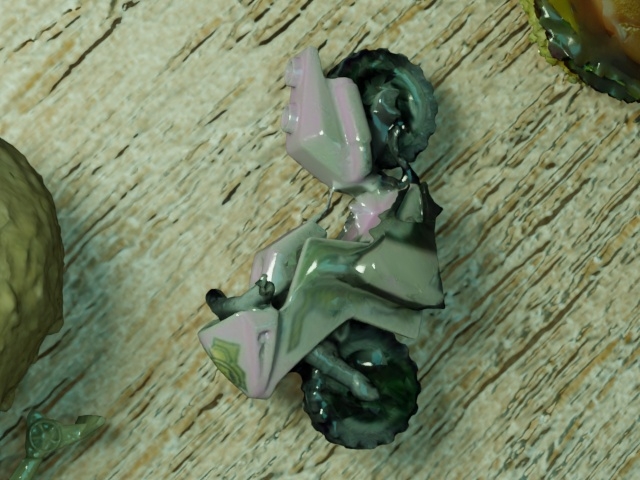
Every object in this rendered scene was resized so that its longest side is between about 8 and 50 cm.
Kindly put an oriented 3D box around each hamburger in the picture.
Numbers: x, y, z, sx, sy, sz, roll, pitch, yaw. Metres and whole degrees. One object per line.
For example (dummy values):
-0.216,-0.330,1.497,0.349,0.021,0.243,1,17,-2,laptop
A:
0.280,-0.227,1.549,0.262,0.139,0.243,44,78,-15,hamburger

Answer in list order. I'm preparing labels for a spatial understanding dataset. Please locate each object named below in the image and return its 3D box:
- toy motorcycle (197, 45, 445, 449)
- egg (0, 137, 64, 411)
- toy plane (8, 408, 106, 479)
0.000,0.000,1.449,0.188,0.143,0.327,7,81,-21,toy motorcycle
-0.321,0.039,1.268,0.310,0.279,0.279,-18,98,-32,egg
-0.266,0.244,1.378,0.108,0.092,0.286,33,74,-16,toy plane
